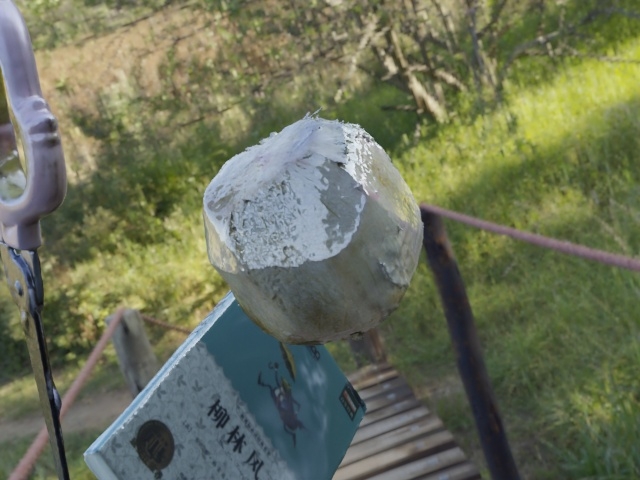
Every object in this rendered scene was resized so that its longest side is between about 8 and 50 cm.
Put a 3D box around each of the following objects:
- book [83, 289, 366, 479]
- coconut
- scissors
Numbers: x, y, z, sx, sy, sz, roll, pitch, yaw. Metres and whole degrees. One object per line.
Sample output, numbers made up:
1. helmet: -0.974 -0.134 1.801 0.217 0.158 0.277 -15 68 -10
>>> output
1. book: -0.078 0.213 0.951 0.031 0.264 0.379 -22 18 33
2. coconut: -0.003 0.002 0.731 0.194 0.194 0.194 -19 12 4
3. scissors: -0.169 0.000 0.473 0.024 0.317 0.160 -18 20 -37
